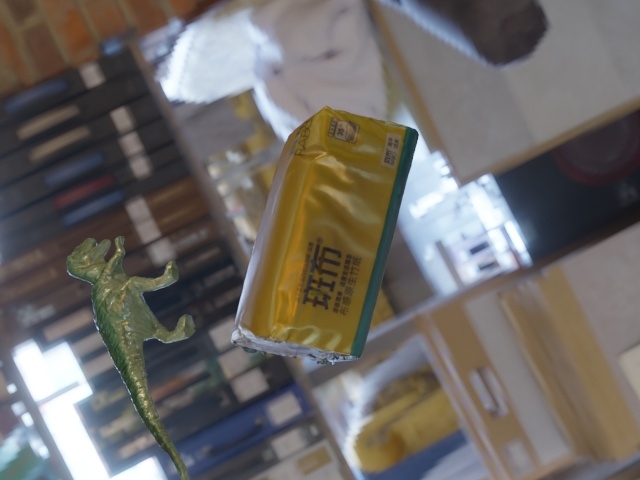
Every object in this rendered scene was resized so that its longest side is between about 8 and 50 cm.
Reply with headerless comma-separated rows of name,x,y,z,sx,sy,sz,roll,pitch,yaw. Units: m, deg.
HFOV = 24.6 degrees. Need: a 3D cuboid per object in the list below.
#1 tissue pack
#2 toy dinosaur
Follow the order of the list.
tissue pack,0.000,0.000,1.656,0.192,0.134,0.270,146,139,-75
toy dinosaur,-0.190,0.104,1.700,0.076,0.129,0.383,39,-165,-48
